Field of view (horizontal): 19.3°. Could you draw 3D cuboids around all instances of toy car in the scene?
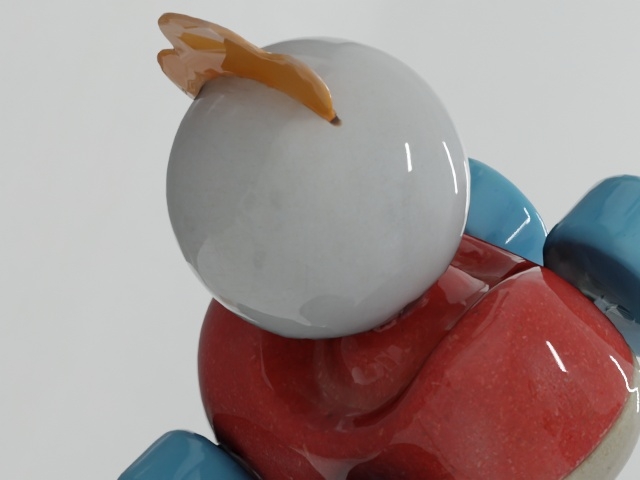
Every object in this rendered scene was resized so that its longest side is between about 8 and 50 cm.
[{"bbox_3d":[0.000,0.000,0.730,0.219,0.238,0.210,-44,-151,-22],"label":"toy car"}]
